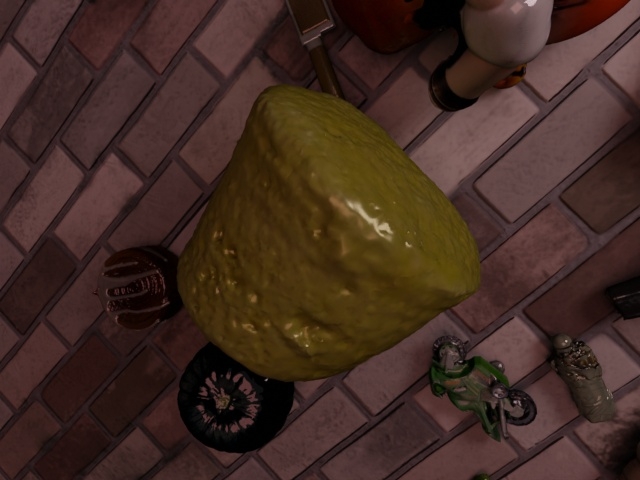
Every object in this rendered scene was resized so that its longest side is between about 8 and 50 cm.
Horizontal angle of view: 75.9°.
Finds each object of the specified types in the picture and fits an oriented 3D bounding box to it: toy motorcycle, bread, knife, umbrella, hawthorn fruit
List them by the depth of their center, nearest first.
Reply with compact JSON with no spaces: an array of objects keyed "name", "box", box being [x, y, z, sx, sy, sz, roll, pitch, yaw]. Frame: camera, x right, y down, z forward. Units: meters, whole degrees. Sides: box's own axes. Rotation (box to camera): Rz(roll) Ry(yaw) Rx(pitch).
[{"name":"bread","box":[0.000,0.000,0.539,0.348,0.348,0.308,46,110,3]},{"name":"hawthorn fruit","box":[0.080,-0.349,0.541,0.157,0.194,0.156,-10,74,39]},{"name":"umbrella","box":[0.394,0.205,0.623,0.067,0.062,0.143,-29,92,46]},{"name":"knife","box":[-0.006,-0.333,0.645,0.061,0.027,0.342,-22,90,17]},{"name":"toy motorcycle","box":[0.243,0.236,0.655,0.190,0.074,0.106,40,114,4]},{"name":"bread","box":[-0.331,0.088,0.760,0.161,0.073,0.160,2,100,12]}]

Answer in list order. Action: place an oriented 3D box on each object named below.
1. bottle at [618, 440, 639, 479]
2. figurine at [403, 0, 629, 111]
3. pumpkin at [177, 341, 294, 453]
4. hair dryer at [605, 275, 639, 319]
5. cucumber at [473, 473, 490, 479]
[{"name":"bottle","box":[0.527,0.310,0.590,0.110,0.097,0.209,18,108,-35]},{"name":"figurine","box":[0.256,-0.321,0.468,0.323,0.320,0.196,-42,52,-11]},{"name":"pumpkin","box":[-0.143,0.261,0.711,0.202,0.140,0.201,-1,83,9]},{"name":"hair dryer","box":[0.612,0.124,0.539,0.304,0.120,0.359,-34,104,33]},{"name":"cucumber","box":[0.252,0.464,0.703,0.037,0.037,0.155,29,104,7]}]
